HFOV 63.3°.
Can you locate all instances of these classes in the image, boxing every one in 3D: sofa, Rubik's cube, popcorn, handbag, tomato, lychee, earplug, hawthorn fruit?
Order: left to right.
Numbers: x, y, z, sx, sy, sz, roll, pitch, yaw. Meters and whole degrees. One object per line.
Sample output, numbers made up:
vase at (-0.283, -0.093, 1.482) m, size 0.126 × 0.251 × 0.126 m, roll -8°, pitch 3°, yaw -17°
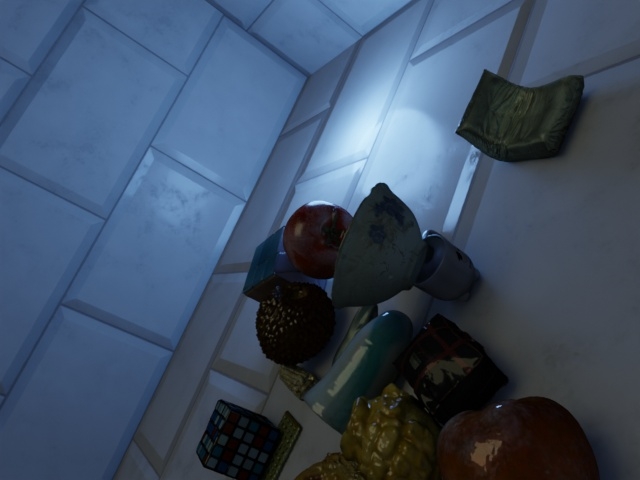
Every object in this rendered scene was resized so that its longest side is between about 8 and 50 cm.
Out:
Rubik's cube at (-0.259, 0.626, 1.625) m, size 0.184 × 0.187 × 0.182 m, roll -67°, pitch 17°, yaw -14°
Rubik's cube at (-0.121, 0.116, 1.925) m, size 0.225 × 0.221 × 0.231 m, roll -35°, pitch 34°, yaw 44°
lychee at (-0.081, 0.270, 1.658) m, size 0.267 × 0.268 × 0.267 m, roll -44°, pitch 28°, yaw 31°
tomato at (0.000, 0.000, 1.772) m, size 0.227 × 0.270 × 0.270 m, roll -27°, pitch 39°, yaw 60°
earplug at (0.124, 0.320, 1.312) m, size 0.324 × 0.185 × 0.185 m, roll -53°, pitch 23°, yaw -6°
popcorn at (0.150, 0.406, 1.034) m, size 0.190 × 0.250 × 0.250 m, roll -43°, pitch 23°, yaw -6°
handbag at (0.266, 0.267, 1.082) m, size 0.169 × 0.155 × 0.215 m, roll -48°, pitch 24°, yaw 4°
sofa at (0.496, -0.320, 1.289) m, size 0.210 × 0.176 × 0.225 m, roll -63°, pitch 24°, yaw -8°
hawthorn fruit at (0.320, 0.366, 0.816) m, size 0.235 × 0.263 × 0.231 m, roll -44°, pitch -13°, yaw 6°

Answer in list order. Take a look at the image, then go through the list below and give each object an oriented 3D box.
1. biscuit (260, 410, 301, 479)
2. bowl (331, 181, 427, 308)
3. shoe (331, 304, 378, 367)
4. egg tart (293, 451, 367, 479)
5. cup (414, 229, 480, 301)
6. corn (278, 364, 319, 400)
biscuit at (-0.134, 0.650, 1.588) m, size 0.231 × 0.016 × 0.139 m, roll -62°, pitch 23°, yaw -7°
bowl at (0.156, 0.036, 1.181) m, size 0.146 × 0.313 × 0.313 m, roll 21°, pitch 77°, yaw 21°
shoe at (0.116, 0.288, 1.438) m, size 0.100 × 0.103 × 0.251 m, roll 23°, pitch 94°, yaw 30°
egg tart at (0.026, 0.651, 1.138) m, size 0.341 × 0.129 × 0.341 m, roll -42°, pitch 28°, yaw 30°
cup at (0.295, 0.069, 1.270) m, size 0.134 × 0.142 × 0.173 m, roll -56°, pitch 24°, yaw 9°
corn at (-0.072, 0.443, 1.632) m, size 0.087 × 0.087 × 0.211 m, roll -65°, pitch 21°, yaw -12°
